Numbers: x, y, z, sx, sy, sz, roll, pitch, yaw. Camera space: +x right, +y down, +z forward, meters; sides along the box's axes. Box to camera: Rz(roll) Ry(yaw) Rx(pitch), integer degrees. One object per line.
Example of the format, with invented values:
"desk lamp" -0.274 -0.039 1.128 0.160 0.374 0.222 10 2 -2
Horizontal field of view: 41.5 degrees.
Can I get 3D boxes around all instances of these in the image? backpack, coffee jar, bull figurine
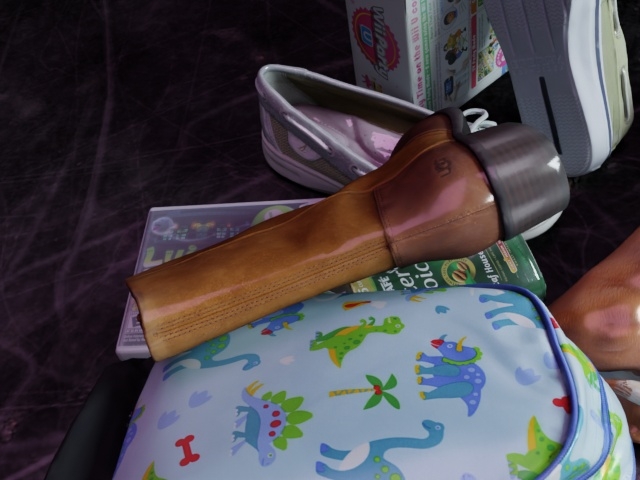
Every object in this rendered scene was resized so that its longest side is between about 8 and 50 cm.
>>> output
"backpack" 0.014 0.161 0.534 0.355 0.273 0.290 8 26 1
"coffee jar" 0.085 0.049 0.701 0.184 0.079 0.096 -23 76 -8
"bull figurine" 0.309 0.028 0.663 0.310 0.101 0.188 -41 56 -9

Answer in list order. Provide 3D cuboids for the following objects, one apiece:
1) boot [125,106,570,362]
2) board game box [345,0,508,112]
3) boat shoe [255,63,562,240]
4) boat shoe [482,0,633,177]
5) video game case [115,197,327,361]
"boot" 0.000 0.000 0.613 0.280 0.096 0.264 -22 17 -7
"board game box" 0.169 -0.280 0.874 0.303 0.224 0.097 -37 54 -20
"boat shoe" 0.076 -0.087 0.808 0.320 0.103 0.118 23 59 26
"boat shoe" 0.220 -0.208 0.776 0.094 0.302 0.109 -35 32 -33
"video game case" -0.083 0.033 0.791 0.190 0.022 0.173 -3 50 8
